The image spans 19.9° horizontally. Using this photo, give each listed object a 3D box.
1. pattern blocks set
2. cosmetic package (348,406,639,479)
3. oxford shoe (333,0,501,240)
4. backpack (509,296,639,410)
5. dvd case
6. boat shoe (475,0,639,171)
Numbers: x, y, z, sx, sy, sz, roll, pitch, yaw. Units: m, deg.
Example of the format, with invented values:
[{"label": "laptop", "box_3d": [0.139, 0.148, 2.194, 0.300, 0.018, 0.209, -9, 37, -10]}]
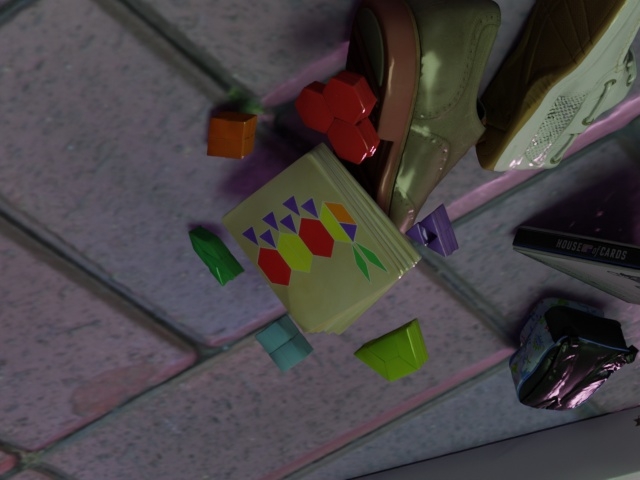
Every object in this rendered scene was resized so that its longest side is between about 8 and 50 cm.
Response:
[{"label": "pattern blocks set", "box_3d": [0.000, 0.000, 1.623, 0.325, 0.026, 0.285, -21, 103, 52]}, {"label": "cosmetic package", "box_3d": [0.238, 0.350, 2.179, 0.377, 0.097, 0.284, -15, 137, 4]}, {"label": "oxford shoe", "box_3d": [0.088, -0.074, 1.629, 0.130, 0.123, 0.348, -9, 143, -15]}, {"label": "backpack", "box_3d": [0.255, 0.120, 1.919, 0.105, 0.084, 0.114, 14, 129, -26]}, {"label": "dvd case", "box_3d": [0.325, 0.040, 1.765, 0.179, 0.238, 0.029, 24, 84, -35]}, {"label": "boat shoe", "box_3d": [0.229, -0.157, 1.587, 0.096, 0.098, 0.277, 7, 146, -21]}]
